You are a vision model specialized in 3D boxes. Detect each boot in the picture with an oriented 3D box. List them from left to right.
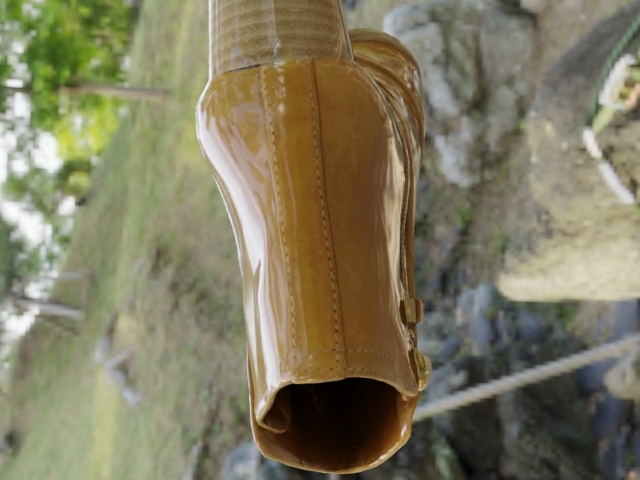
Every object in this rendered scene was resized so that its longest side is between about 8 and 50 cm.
[{"bbox_3d":[0.001,0.000,0.608,0.295,0.104,0.211,58,-154,-74],"label":"boot"}]
